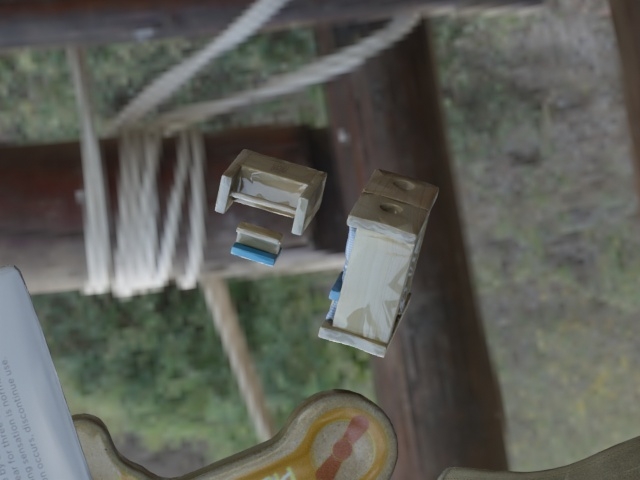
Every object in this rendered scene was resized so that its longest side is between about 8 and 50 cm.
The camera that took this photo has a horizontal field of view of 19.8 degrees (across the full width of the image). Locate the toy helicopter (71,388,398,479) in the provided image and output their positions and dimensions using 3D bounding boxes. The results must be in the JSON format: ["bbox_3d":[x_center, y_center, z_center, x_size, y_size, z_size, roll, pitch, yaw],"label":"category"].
[{"bbox_3d":[-0.104,0.219,1.285,0.355,0.235,0.140,-24,-175,-4],"label":"toy helicopter"}]

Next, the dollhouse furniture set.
[{"bbox_3d":[0.000,0.000,1.715,0.184,0.129,0.129,17,-155,7],"label":"dollhouse furniture set"}]

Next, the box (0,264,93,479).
[{"bbox_3d":[-0.309,0.153,0.931,0.345,0.168,0.215,-18,178,-23],"label":"box"}]

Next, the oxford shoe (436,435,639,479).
[{"bbox_3d":[0.210,0.144,0.914,0.348,0.130,0.123,-6,144,15],"label":"oxford shoe"}]
